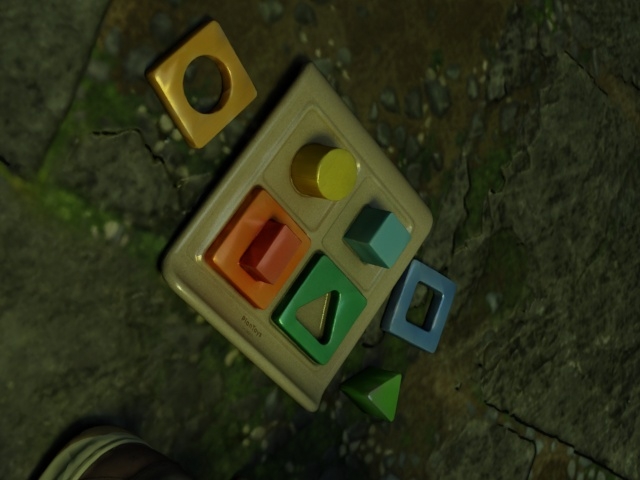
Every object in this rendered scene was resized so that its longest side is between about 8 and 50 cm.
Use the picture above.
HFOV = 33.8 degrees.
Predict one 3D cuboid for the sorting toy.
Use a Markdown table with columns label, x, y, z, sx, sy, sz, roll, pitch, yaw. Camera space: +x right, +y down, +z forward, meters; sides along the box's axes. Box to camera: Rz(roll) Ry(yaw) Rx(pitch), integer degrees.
| label | x | y | z | sx | sy | sz | roll | pitch | yaw |
| --- | --- | --- | --- | --- | --- | --- | --- | --- | --- |
| sorting toy | 0.000 | 0.000 | 0.747 | 0.348 | 0.047 | 0.196 | 47 | 65 | -36 |

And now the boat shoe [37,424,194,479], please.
| label | x | y | z | sx | sy | sz | roll | pitch | yaw |
| --- | --- | --- | --- | --- | --- | --- | --- | --- | --- |
| boat shoe | -0.161 | 0.247 | 0.606 | 0.103 | 0.092 | 0.285 | 41 | 69 | -38 |

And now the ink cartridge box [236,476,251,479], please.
| label | x | y | z | sx | sy | sz | roll | pitch | yaw |
| --- | --- | --- | --- | --- | --- | --- | --- | --- | --- |
| ink cartridge box | -0.036 | 0.370 | 0.613 | 0.385 | 0.279 | 0.160 | -52 | 128 | -24 |
